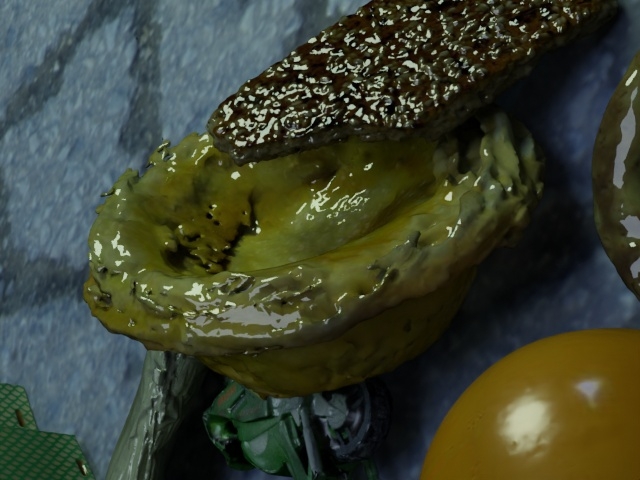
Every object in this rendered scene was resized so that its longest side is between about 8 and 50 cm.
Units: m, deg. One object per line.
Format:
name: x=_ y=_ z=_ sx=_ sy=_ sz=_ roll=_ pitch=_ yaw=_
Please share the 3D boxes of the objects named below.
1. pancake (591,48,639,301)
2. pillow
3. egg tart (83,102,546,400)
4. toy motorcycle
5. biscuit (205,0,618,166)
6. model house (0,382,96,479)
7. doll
pancake: x=0.248 y=-0.053 z=0.702 sx=0.250 sy=0.031 sz=0.250 roll=-17 pitch=66 yaw=44
pillow: x=-0.119 y=0.133 z=0.992 sx=0.148 sy=0.050 sz=0.230 roll=-94 pitch=24 yaw=-87
egg tart: x=0.000 y=0.000 z=0.838 sx=0.288 sy=0.118 sz=0.288 roll=-17 pitch=28 yaw=9
toy motorcycle: x=-0.023 y=0.115 z=0.913 sx=0.190 sy=0.074 sz=0.106 roll=23 pitch=97 yaw=53
biscuit: x=0.051 y=-0.108 z=0.833 sx=0.237 sy=0.026 sz=0.131 roll=-34 pitch=41 yaw=-13
model house: x=-0.289 y=0.223 z=1.097 sx=0.206 sy=0.178 sz=0.271 roll=-18 pitch=63 yaw=41
doll: x=0.129 y=0.162 z=0.655 sx=0.236 sy=0.213 sz=0.213 roll=-55 pitch=44 yaw=40
